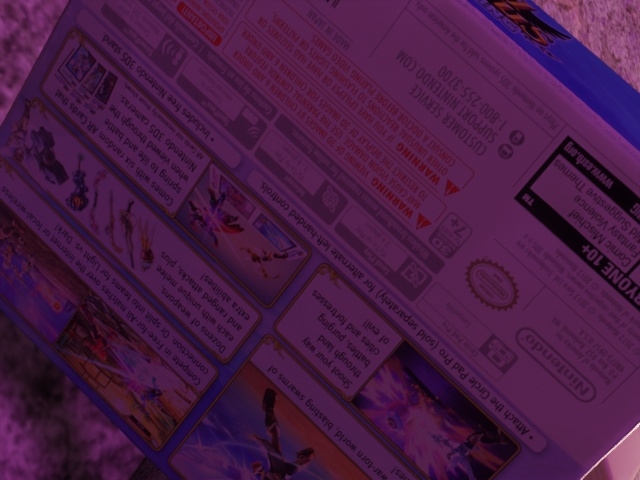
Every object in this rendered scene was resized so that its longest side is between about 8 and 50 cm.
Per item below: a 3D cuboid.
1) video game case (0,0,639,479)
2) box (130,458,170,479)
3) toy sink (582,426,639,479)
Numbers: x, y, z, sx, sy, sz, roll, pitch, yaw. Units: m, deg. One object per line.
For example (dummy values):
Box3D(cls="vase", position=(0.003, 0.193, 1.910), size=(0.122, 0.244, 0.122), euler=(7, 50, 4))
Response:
Box3D(cls="video game case", position=(0.000, 0.000, 0.505), size=(0.269, 0.244, 0.061), euler=(43, 30, 9))
Box3D(cls="box", position=(-0.017, 0.166, 0.674), size=(0.183, 0.056, 0.231), euler=(63, 33, -18))
Box3D(cls="toy sink", position=(0.140, 0.055, 0.901), size=(0.153, 0.131, 0.234), euler=(-35, 111, -57))
